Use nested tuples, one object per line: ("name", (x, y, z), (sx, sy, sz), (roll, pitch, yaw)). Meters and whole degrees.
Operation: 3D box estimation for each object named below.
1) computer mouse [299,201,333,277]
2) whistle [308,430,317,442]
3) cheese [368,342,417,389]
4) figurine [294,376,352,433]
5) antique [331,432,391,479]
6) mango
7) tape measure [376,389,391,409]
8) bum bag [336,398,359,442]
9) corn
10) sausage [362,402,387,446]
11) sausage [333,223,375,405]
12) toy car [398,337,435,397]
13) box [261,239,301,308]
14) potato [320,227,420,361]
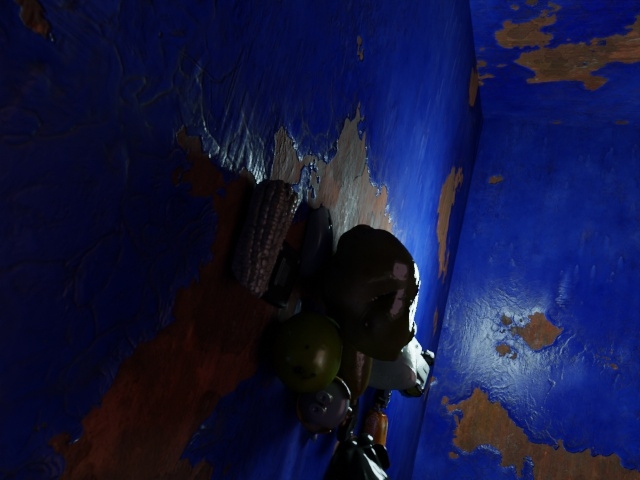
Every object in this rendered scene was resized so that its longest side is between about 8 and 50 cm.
("computer mouse", (0.000, 0.000, 1.100), (0.089, 0.056, 0.181), (26, 75, -69))
("whistle", (-0.019, 0.509, 1.281), (0.033, 0.029, 0.083), (-113, -158, -60))
("cheese", (0.230, 0.400, 1.601), (0.189, 0.198, 0.154), (-63, 149, -53))
("figurine", (0.017, 0.404, 1.179), (0.271, 0.143, 0.143), (54, 50, -59))
("antique", (0.142, 0.786, 1.501), (0.322, 0.185, 0.255), (-110, -171, -69))
("mango", (-0.018, 0.241, 1.057), (0.293, 0.143, 0.175), (12, 80, -76))
("tape measure", (0.250, 0.614, 1.879), (0.091, 0.054, 0.094), (-40, 137, -64))
("bum bag", (0.091, 0.492, 1.475), (0.123, 0.060, 0.248), (-10, 107, -64))
("corn", (-0.105, -0.009, 0.843), (0.087, 0.087, 0.210), (39, 70, -63))
("sausage", (0.195, 0.756, 1.768), (0.093, 0.093, 0.312), (-5, 103, -65))
("sausage", (0.098, 0.201, 1.292), (0.136, 0.123, 0.500), (-126, -141, -74))
("toy car", (0.302, 0.450, 1.818), (0.314, 0.166, 0.198), (55, 40, -18))
("box", (-0.081, 0.070, 0.980), (0.125, 0.027, 0.126), (48, 56, -61))
("potato", (0.125, 0.135, 1.112), (0.218, 0.202, 0.351), (-33, 115, -22))
